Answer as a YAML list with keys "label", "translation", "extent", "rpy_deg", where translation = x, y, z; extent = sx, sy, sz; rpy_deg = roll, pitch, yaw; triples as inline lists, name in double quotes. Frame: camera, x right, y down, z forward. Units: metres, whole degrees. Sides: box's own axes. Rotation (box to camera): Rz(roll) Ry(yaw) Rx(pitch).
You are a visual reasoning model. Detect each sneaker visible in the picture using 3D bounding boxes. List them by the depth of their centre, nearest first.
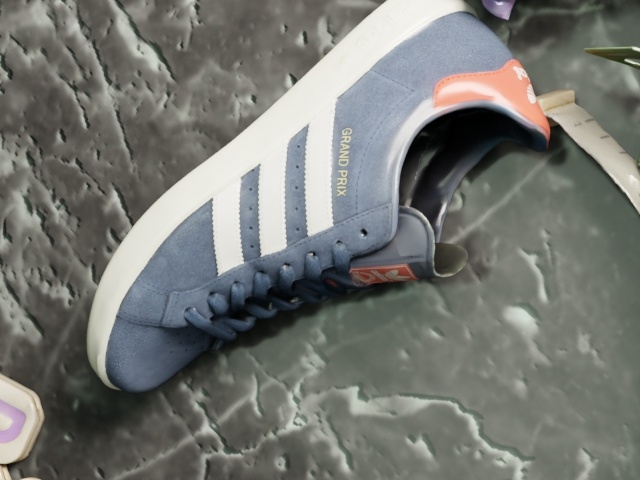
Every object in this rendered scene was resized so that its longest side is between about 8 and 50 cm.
- label: "sneaker"
  translation: [0.000, 0.000, 0.887]
  extent: [0.350, 0.131, 0.148]
  rpy_deg: [-45, 66, 9]

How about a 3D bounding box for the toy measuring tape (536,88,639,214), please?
- label: "toy measuring tape"
  translation: [0.228, 0.044, 0.857]
  extent: [0.121, 0.121, 0.330]
  rpy_deg: [-46, 61, 9]

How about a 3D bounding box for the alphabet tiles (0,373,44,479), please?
- label: "alphabet tiles"
  translation: [-0.319, 0.218, 1.026]
  extent: [0.278, 0.021, 0.284]
  rpy_deg: [26, 94, 15]

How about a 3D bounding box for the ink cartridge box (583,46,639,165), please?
- label: "ink cartridge box"
  translation: [0.255, -0.052, 0.804]
  extent: [0.209, 0.109, 0.062]
  rpy_deg: [18, 97, -6]

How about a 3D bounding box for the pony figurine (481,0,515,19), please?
- label: "pony figurine"
  translation: [0.250, -0.236, 0.792]
  extent: [0.364, 0.303, 0.351]
  rpy_deg: [-1, 78, 30]
